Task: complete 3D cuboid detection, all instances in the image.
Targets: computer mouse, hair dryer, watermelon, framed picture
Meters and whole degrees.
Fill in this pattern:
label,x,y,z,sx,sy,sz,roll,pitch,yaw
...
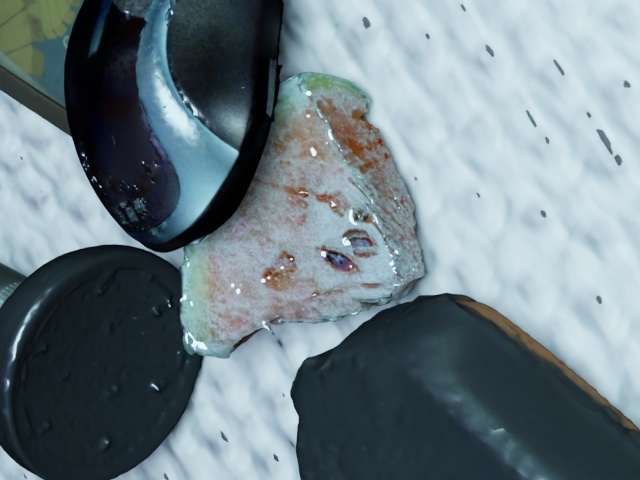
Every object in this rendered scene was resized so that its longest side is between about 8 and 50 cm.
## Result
label,x,y,z,sx,sy,sz,roll,pitch,yaw
computer mouse,-0.089,-0.110,1.079,0.137,0.096,0.233,-16,64,49
computer mouse,0.116,0.163,1.020,0.323,0.116,0.183,45,124,28
hair dryer,-0.211,0.115,1.290,0.320,0.155,0.284,12,127,48
watermelon,0.000,0.000,1.107,0.139,0.071,0.187,30,108,20
framed picture,-0.178,-0.149,1.229,0.168,0.023,0.128,33,117,27
